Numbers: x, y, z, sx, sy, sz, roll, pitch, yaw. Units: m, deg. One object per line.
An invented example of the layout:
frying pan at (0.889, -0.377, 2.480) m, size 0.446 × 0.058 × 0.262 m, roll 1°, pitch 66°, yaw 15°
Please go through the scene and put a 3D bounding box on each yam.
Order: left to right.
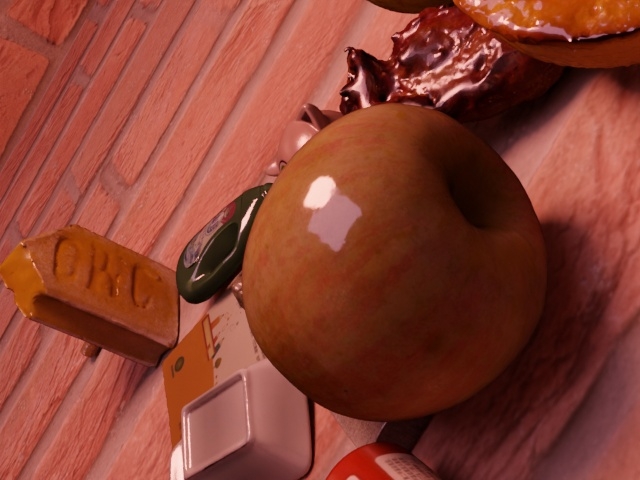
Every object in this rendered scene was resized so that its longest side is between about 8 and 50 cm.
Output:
yam at (-0.364, 0.131, 1.552) m, size 0.032 × 0.032 × 0.145 m, roll 25°, pitch 89°, yaw 60°

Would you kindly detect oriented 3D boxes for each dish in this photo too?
dish at (-0.113, 0.227, 1.043) m, size 0.234 × 0.064 × 0.154 m, roll -38°, pitch 46°, yaw 34°

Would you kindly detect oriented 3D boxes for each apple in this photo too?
apple at (0.060, 0.024, 0.784) m, size 0.234 × 0.257 × 0.257 m, roll -43°, pitch 35°, yaw 41°

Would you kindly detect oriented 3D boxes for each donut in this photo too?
donut at (0.251, -0.274, 0.790) m, size 0.303 × 0.110 × 0.303 m, roll -10°, pitch 67°, yaw 26°

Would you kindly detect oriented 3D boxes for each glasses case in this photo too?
glasses case at (0.033, 0.146, 0.926) m, size 0.071 × 0.047 × 0.205 m, roll -59°, pitch 31°, yaw 7°

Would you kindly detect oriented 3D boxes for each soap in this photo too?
soap at (-0.334, 0.068, 1.331) m, size 0.080 × 0.257 × 0.160 m, roll -43°, pitch 35°, yaw 28°

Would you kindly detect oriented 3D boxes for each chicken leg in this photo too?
chicken leg at (0.192, -0.217, 0.919) m, size 0.407 × 0.096 × 0.158 m, roll -37°, pitch 63°, yaw 18°

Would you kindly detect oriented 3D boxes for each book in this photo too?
book at (-0.109, 0.136, 1.173) m, size 0.295 × 0.020 × 0.208 m, roll -49°, pitch 33°, yaw 21°

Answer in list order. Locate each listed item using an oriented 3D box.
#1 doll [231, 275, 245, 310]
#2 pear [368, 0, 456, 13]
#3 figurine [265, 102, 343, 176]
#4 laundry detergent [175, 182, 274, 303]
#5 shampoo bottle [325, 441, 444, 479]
doll at (0.013, -0.006, 1.017) m, size 0.203 × 0.091 × 0.286 m, roll -27°, pitch -5°, yaw -22°
pear at (0.120, -0.388, 0.999) m, size 0.283 × 0.283 × 0.283 m, roll -36°, pitch 39°, yaw 36°
figurine at (0.006, -0.095, 1.083) m, size 0.138 × 0.125 × 0.125 m, roll 135°, pitch 151°, yaw -62°
laundry detergent at (-0.115, -0.006, 1.249) m, size 0.211 × 0.063 × 0.137 m, roll -40°, pitch 24°, yaw 31°
shampoo bottle at (0.102, 0.255, 0.677) m, size 0.104 × 0.104 × 0.278 m, roll -62°, pitch 30°, yaw 1°
